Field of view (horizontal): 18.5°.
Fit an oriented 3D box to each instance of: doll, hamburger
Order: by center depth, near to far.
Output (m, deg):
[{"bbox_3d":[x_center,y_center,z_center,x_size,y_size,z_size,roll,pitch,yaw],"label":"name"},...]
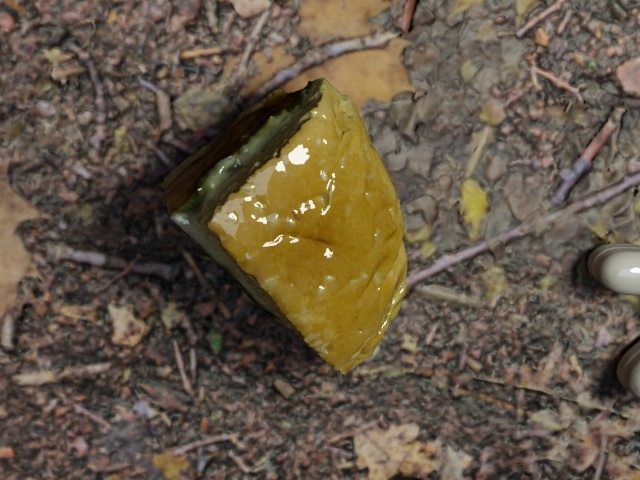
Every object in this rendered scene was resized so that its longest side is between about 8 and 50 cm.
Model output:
[{"bbox_3d":[0.000,0.000,1.434,0.155,0.135,0.208,-36,108,1],"label":"hamburger"},{"bbox_3d":[0.295,0.032,1.531,0.160,0.059,0.161,-17,104,-6],"label":"doll"}]
